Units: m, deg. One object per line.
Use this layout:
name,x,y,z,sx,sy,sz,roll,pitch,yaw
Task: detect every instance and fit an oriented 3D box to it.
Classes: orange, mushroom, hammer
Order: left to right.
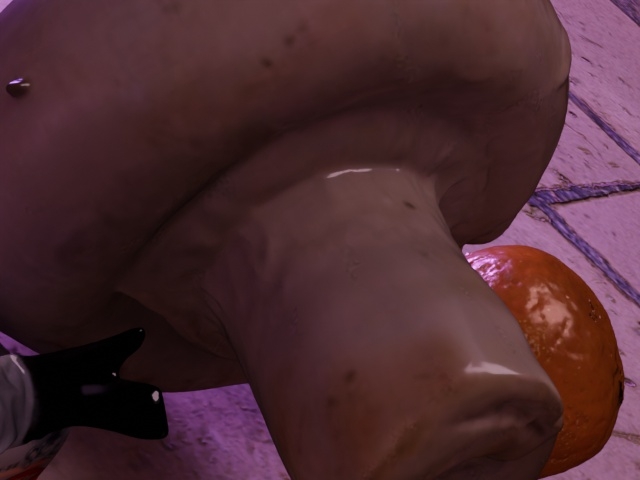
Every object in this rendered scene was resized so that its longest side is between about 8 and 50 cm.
hammer,-0.136,0.067,0.473,0.427,0.152,0.044,-35,114,-87
mushroom,-0.010,0.004,0.786,0.292,0.292,0.290,10,46,-49
orange,0.105,0.070,1.017,0.117,0.135,0.135,-27,62,-29

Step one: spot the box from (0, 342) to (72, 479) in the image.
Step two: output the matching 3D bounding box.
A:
box,-0.195,0.019,0.766,0.218,0.039,0.055,44,24,16
